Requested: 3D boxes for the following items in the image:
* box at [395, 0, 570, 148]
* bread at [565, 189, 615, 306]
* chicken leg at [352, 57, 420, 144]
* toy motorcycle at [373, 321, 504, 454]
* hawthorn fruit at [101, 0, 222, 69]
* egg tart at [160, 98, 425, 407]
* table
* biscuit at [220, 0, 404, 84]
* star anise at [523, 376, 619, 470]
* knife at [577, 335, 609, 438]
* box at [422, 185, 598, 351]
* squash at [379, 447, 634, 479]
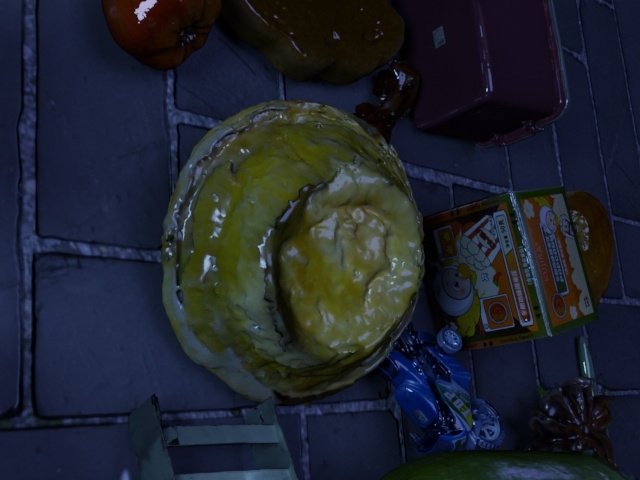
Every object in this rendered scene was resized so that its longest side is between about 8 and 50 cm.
[{"bbox_3d":[0.230,-0.292,1.235,0.168,0.193,0.293,0,78,-39],"label":"box"},{"bbox_3d":[0.374,0.028,1.315,0.250,0.133,0.179,-40,110,-42],"label":"bread"},{"bbox_3d":[0.069,-0.145,1.112,0.304,0.093,0.113,-57,135,-47],"label":"chicken leg"},{"bbox_3d":[0.124,0.178,1.038,0.254,0.092,0.135,47,43,4],"label":"toy motorcycle"},{"bbox_3d":[-0.171,-0.253,0.877,0.125,0.125,0.140,-20,94,-46],"label":"hawthorn fruit"},{"bbox_3d":[0.001,0.021,0.886,0.345,0.132,0.345,-6,101,-34],"label":"egg tart"},{"bbox_3d":[-0.092,0.237,0.803,0.146,0.062,0.175,11,47,-41],"label":"table"},{"bbox_3d":[-0.016,-0.379,1.102,0.381,0.074,0.358,-26,97,-48],"label":"biscuit"},{"bbox_3d":[0.372,0.308,1.257,0.220,0.099,0.214,27,74,-42],"label":"star anise"},{"bbox_3d":[0.468,0.305,1.399,0.043,0.020,0.292,1,77,-46],"label":"knife"},{"bbox_3d":[0.251,0.042,1.154,0.148,0.178,0.194,-8,83,-44],"label":"box"},{"bbox_3d":[0.180,0.362,0.909,0.309,0.310,0.310,20,64,-37],"label":"squash"}]
